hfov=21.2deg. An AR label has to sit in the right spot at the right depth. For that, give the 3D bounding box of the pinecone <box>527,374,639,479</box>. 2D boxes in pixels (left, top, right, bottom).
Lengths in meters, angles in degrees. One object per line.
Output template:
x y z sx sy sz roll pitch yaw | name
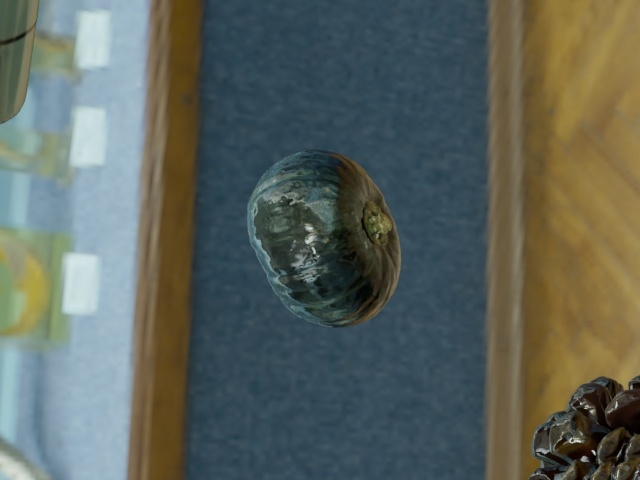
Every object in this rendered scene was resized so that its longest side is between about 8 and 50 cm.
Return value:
0.335 0.258 1.799 0.264 0.264 0.264 -18 68 56 | pinecone

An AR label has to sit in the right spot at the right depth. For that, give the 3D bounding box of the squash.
0.005 -0.002 1.826 0.193 0.155 0.193 -5 -90 -83 | squash

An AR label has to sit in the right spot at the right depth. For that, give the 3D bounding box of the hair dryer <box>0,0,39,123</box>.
-0.419 -0.193 1.490 0.128 0.362 0.203 52 141 37 | hair dryer
